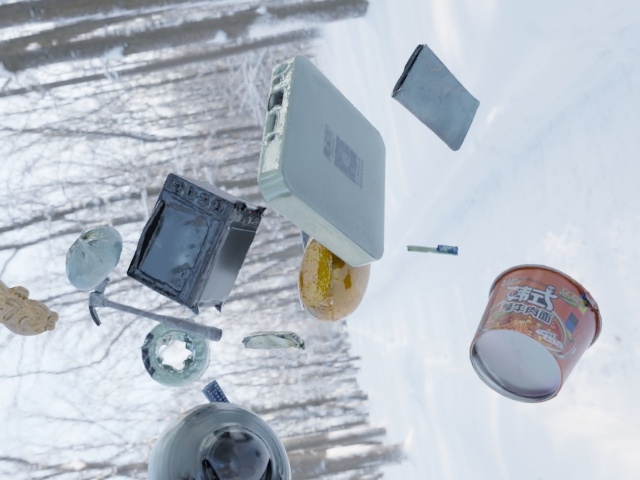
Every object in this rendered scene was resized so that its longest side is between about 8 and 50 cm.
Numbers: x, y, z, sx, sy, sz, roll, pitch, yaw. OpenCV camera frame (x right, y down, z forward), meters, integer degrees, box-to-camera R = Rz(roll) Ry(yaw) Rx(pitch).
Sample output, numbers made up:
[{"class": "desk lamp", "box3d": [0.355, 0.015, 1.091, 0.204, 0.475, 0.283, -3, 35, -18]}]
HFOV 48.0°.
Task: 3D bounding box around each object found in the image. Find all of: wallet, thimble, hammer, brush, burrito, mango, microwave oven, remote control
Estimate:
[{"class": "wallet", "box3d": [0.363, -0.433, 2.215, 0.379, 0.046, 0.191, 29, -93, -46]}, {"class": "thimble", "box3d": [-0.468, 0.362, 2.354, 0.150, 0.237, 0.237, 118, 144, -73]}, {"class": "hammer", "box3d": [-0.501, 0.224, 2.188, 0.044, 0.426, 0.152, 31, -108, -86]}, {"class": "brush", "box3d": [0.374, 0.027, 2.384, 0.033, 0.178, 0.030, -94, 13, -44]}, {"class": "burrito", "box3d": [-0.143, 0.288, 2.082, 0.063, 0.229, 0.058, -2, -91, -54]}, {"class": "mango", "box3d": [0.039, 0.052, 1.737, 0.191, 0.159, 0.291, -3, -80, -54]}, {"class": "microwave oven", "box3d": [-0.254, 0.005, 1.483, 0.247, 0.178, 0.188, -66, -15, 3]}, {"class": "remote control", "box3d": [-0.225, 0.402, 1.689, 0.027, 0.043, 0.153, -20, 102, 52]}]

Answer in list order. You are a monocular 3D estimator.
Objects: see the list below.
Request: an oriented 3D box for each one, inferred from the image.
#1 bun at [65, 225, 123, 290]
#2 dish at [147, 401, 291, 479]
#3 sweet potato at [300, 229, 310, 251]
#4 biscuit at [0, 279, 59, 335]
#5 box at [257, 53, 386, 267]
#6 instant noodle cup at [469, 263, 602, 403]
[{"class": "bun", "box3d": [-0.462, 0.027, 1.442, 0.083, 0.141, 0.141, 40, -155, -31]}, {"class": "dish", "box3d": [-0.157, 0.407, 1.283, 0.134, 0.273, 0.273, -46, 45, 48]}, {"class": "sweet potato", "box3d": [-0.005, 0.001, 2.002, 0.108, 0.079, 0.346, 22, 123, 43]}, {"class": "biscuit", "box3d": [-0.655, 0.150, 1.525, 0.184, 0.133, 0.027, 55, -165, -38]}, {"class": "box", "box3d": [0.014, -0.168, 1.561, 0.373, 0.090, 0.367, 37, -134, -41]}, {"class": "instant noodle cup", "box3d": [0.438, 0.203, 1.501, 0.192, 0.250, 0.250, -47, -43, -43]}]
